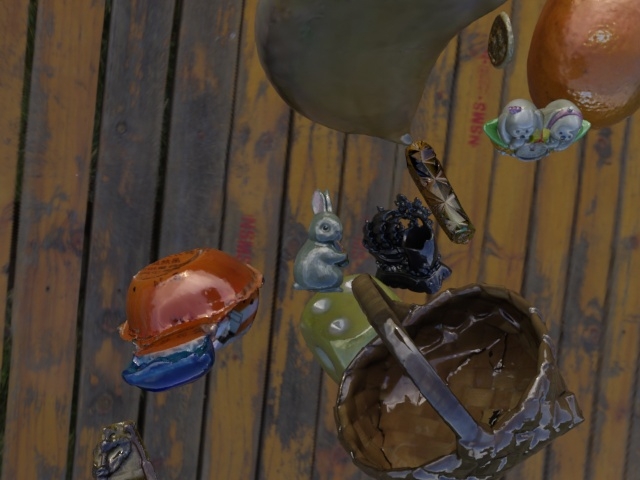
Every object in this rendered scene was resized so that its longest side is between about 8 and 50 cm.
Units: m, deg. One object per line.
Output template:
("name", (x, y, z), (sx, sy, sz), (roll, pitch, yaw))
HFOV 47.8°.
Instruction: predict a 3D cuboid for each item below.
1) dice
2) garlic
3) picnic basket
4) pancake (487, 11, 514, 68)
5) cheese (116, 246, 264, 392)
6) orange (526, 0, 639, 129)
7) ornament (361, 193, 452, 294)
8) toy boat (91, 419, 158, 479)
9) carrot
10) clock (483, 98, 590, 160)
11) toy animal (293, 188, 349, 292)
("dice", (0.102, 0.242, 1.867), (0.233, 0.238, 0.227), (-36, 130, -16))
("garlic", (0.067, -0.208, 0.579), (0.196, 0.338, 0.151), (29, 62, -10))
("picnic basket", (0.146, 0.171, 0.991), (0.337, 0.293, 0.337), (-9, 122, -14))
("pancake", (0.497, -0.551, 1.992), (0.028, 0.158, 0.158), (-5, 97, -8))
("cheese", (-0.177, 0.098, 0.948), (0.217, 0.329, 0.129), (-20, 106, 3))
("orange", (0.721, -0.488, 1.860), (0.326, 0.424, 0.424), (17, 89, 23))
("ornament", (0.206, -0.001, 1.877), (0.106, 0.251, 0.260), (-43, 120, -33))
("toy boat", (-0.211, 0.371, 0.846), (0.089, 0.121, 0.321), (-7, 67, -24))
("carrot", (0.233, -0.095, 1.427), (0.069, 0.069, 0.228), (-17, 65, -16))
("clock", (0.469, -0.246, 1.562), (0.231, 0.144, 0.103), (-2, 67, -3))
("toy animal", (0.005, 0.006, 1.620), (0.138, 0.108, 0.236), (-2, 100, -30))
